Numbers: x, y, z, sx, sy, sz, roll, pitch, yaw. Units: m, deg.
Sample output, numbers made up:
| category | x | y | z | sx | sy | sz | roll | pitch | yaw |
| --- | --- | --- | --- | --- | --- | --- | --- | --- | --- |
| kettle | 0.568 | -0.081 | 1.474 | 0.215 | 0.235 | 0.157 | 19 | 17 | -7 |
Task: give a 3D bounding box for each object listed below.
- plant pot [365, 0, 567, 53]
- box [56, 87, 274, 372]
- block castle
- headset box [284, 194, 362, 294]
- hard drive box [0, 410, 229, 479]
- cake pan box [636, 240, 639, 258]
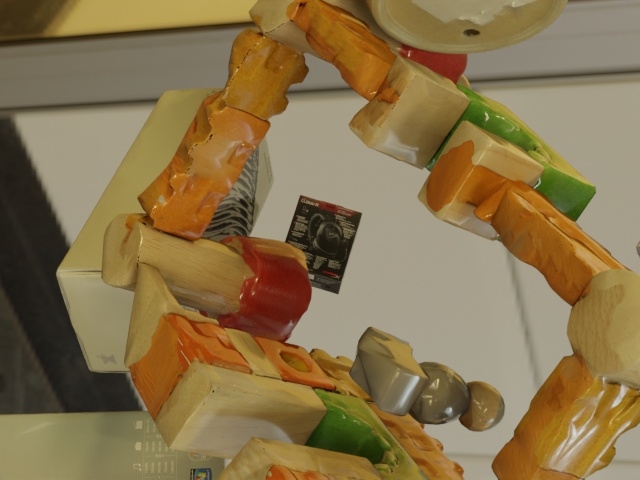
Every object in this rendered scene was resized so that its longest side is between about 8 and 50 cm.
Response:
| category | x | y | z | sx | sy | sz | roll | pitch | yaw |
| --- | --- | --- | --- | --- | --- | --- | --- | --- | --- |
| plant pot | 0.093 | -0.276 | 0.952 | 0.256 | 0.256 | 0.274 | 48 | 38 | -59 |
| box | -0.123 | -0.016 | 1.199 | 0.275 | 0.094 | 0.113 | -71 | 155 | -49 |
| block castle | 0.070 | 0.052 | 0.902 | 0.213 | 0.453 | 0.303 | 19 | 111 | -42 |
| headset box | 0.000 | 0.000 | 1.305 | 0.032 | 0.062 | 0.083 | 102 | 4 | -64 |
| hard drive box | -0.192 | 0.225 | 1.196 | 0.181 | 0.232 | 0.089 | 93 | -5 | -55 |
| cake pan box | 0.446 | -0.010 | 1.539 | 0.245 | 0.070 | 0.267 | -56 | 142 | -23 |
